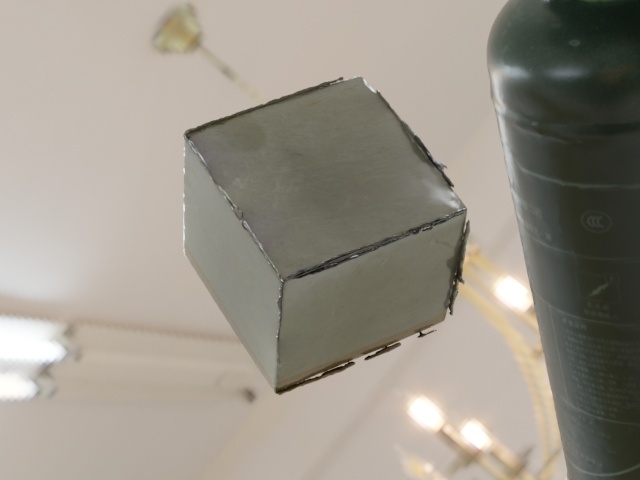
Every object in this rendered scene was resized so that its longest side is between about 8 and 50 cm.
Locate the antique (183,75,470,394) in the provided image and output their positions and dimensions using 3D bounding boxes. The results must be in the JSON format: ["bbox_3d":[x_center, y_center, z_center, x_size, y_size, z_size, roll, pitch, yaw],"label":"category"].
[{"bbox_3d":[0.000,0.000,1.174,0.146,0.152,0.148,-19,-36,-22],"label":"antique"}]

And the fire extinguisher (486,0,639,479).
[{"bbox_3d":[0.120,-0.002,0.618,0.095,0.114,0.311,-14,-62,2],"label":"fire extinguisher"}]
